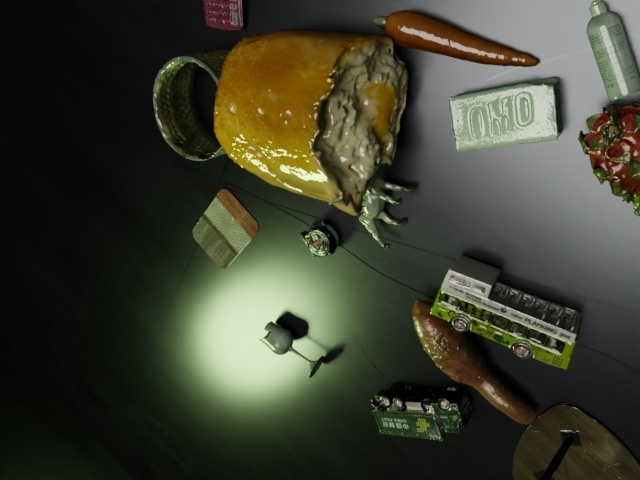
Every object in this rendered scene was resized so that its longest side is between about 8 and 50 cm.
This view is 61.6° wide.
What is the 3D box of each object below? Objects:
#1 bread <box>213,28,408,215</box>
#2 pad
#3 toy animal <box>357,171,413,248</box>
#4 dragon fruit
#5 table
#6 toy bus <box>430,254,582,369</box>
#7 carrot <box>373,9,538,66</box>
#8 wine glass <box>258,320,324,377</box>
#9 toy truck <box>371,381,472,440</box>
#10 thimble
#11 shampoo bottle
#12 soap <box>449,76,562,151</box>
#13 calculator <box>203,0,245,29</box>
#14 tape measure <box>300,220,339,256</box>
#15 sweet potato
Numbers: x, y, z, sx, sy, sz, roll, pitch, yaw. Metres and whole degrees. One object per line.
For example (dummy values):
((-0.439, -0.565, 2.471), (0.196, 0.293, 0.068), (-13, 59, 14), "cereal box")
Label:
((-0.050, -0.269, 1.143), (0.394, 0.250, 0.361), (18, 102, 27), "bread")
((-0.253, 0.039, 1.584), (0.250, 0.055, 0.323), (-46, 65, 38), "pad")
((0.121, -0.105, 1.258), (0.176, 0.073, 0.217), (29, 129, 29), "toy animal")
((0.547, -0.138, 0.925), (0.236, 0.135, 0.137), (44, 132, -17), "dragon fruit")
((0.529, 0.588, 1.179), (0.317, 0.249, 0.317), (14, 118, 29), "table")
((0.402, 0.153, 1.162), (0.301, 0.113, 0.139), (22, 122, 21), "toy bus")
((0.256, -0.387, 1.049), (0.335, 0.069, 0.069), (24, 122, 16), "carrot")
((-0.088, 0.318, 1.585), (0.195, 0.079, 0.079), (31, 125, 17), "wine glass")
((0.263, 0.443, 1.400), (0.259, 0.088, 0.121), (-10, 104, 38), "toy truck")
((-0.281, -0.343, 1.368), (0.270, 0.150, 0.271), (14, 118, 29), "thimble")
((0.488, -0.338, 0.908), (0.056, 0.056, 0.195), (-16, 101, 38), "shampoo bottle")
((0.356, -0.241, 1.038), (0.198, 0.063, 0.115), (-3, 108, 35), "soap")
((-0.234, -0.610, 1.292), (0.126, 0.034, 0.191), (18, 125, 26), "calculator")
((0.002, 0.000, 1.395), (0.094, 0.054, 0.091), (-24, 98, 45), "tape measure")
((0.345, 0.290, 1.267), (0.385, 0.109, 0.109), (47, 129, -2), "sweet potato")
